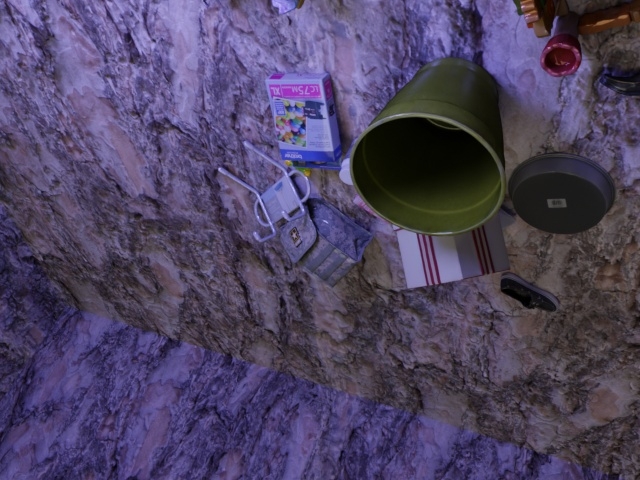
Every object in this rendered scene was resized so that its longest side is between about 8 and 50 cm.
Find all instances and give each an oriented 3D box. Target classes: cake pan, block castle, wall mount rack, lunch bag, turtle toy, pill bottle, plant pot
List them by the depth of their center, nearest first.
[{"bbox_3d":[0.517,-0.547,1.265,0.303,0.213,0.453,-6,135,36],"label":"block castle"},{"bbox_3d":[0.297,-0.264,1.631,0.366,0.353,0.366,14,140,12],"label":"plant pot"},{"bbox_3d":[0.676,-0.121,1.866,0.293,0.054,0.293,16,144,12],"label":"cake pan"},{"bbox_3d":[0.108,-0.236,1.976,0.078,0.137,0.078,16,144,12],"label":"pill bottle"},{"bbox_3d":[-0.051,-0.268,2.090,0.095,0.066,0.130,32,144,2],"label":"turtle toy"},{"bbox_3d":[-0.195,-0.173,2.262,0.350,0.130,0.304,-33,82,49],"label":"wall mount rack"},{"bbox_3d":[0.000,0.000,2.329,0.287,0.169,0.235,36,142,-5],"label":"lunch bag"}]

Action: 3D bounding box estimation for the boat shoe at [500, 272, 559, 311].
[{"bbox_3d":[0.708,0.195,2.238,0.228,0.076,0.080,32,144,-11],"label":"boat shoe"}]

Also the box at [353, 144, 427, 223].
[{"bbox_3d":[0.241,-0.198,1.936,0.142,0.154,0.300,32,144,-10],"label":"box"}]

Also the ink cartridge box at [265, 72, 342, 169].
[{"bbox_3d":[-0.043,-0.337,1.943,0.185,0.065,0.311,6,129,25],"label":"ink cartridge box"}]

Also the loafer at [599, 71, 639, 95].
[{"bbox_3d":[0.735,-0.365,1.519,0.170,0.062,0.061,15,122,7],"label":"loafer"}]

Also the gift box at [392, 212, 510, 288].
[{"bbox_3d":[0.394,-0.016,1.898,0.255,0.258,0.276,-7,173,-42],"label":"gift box"}]

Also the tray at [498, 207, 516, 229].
[{"bbox_3d":[0.479,-0.055,2.089,0.145,0.030,0.270,33,144,-13],"label":"tray"}]

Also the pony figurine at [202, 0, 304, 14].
[{"bbox_3d":[-0.189,-0.676,1.508,0.363,0.303,0.351,27,113,2],"label":"pony figurine"}]
